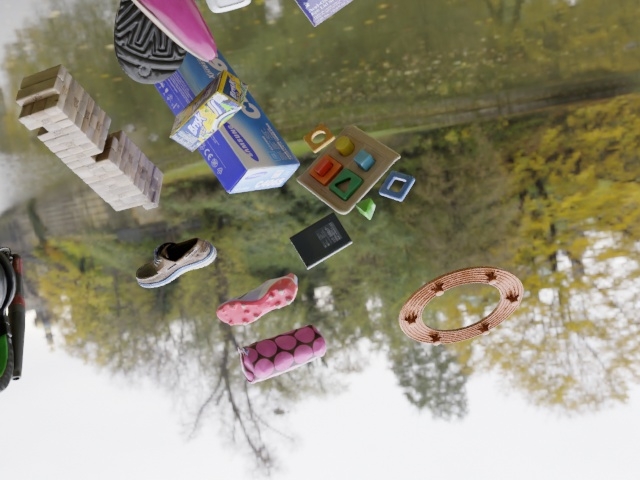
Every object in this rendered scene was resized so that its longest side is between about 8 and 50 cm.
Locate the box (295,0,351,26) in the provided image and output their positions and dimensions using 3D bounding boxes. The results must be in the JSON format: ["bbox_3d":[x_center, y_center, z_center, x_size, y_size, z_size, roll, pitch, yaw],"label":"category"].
[{"bbox_3d":[-0.008,-0.548,1.516,0.153,0.108,0.207,-33,160,11],"label":"box"}]

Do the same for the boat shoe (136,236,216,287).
[{"bbox_3d":[-0.307,0.036,1.566,0.183,0.066,0.066,-24,-134,12],"label":"boat shoe"}]

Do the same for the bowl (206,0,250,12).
[{"bbox_3d":[-0.283,-0.759,2.308,0.142,0.142,0.053,-15,-144,-3],"label":"bowl"}]

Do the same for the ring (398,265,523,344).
[{"bbox_3d":[0.373,0.183,2.017,0.337,0.032,0.336,-9,140,-7],"label":"ring"}]

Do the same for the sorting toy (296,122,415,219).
[{"bbox_3d":[0.056,-0.174,1.756,0.196,0.047,0.348,-45,-130,-6],"label":"sorting toy"}]

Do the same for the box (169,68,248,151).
[{"bbox_3d":[-0.201,-0.231,1.369,0.054,0.059,0.169,30,140,-28],"label":"box"}]

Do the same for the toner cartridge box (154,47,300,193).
[{"bbox_3d":[-0.201,-0.256,1.527,0.165,0.348,0.075,-15,155,-52],"label":"toner cartridge box"}]

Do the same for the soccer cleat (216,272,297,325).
[{"bbox_3d":[-0.168,0.159,2.066,0.248,0.083,0.095,-23,-155,26],"label":"soccer cleat"}]

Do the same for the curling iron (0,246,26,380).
[{"bbox_3d":[-0.528,0.122,1.300,0.068,0.274,0.035,-24,145,-2],"label":"curling iron"}]

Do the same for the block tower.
[{"bbox_3d":[-0.436,-0.181,1.472,0.097,0.091,0.335,-12,144,21],"label":"block tower"}]

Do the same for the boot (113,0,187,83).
[{"bbox_3d":[-0.298,-0.468,1.381,0.131,0.348,0.260,8,-165,-21],"label":"boot"}]

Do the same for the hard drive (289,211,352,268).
[{"bbox_3d":[0.000,0.000,1.965,0.135,0.094,0.022,-30,168,-5],"label":"hard drive"}]

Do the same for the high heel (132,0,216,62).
[{"bbox_3d":[-0.225,-0.428,1.034,0.181,0.377,0.127,-41,-150,2],"label":"high heel"}]

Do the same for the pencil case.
[{"bbox_3d":[-0.096,0.273,1.890,0.209,0.095,0.098,-15,-134,-26],"label":"pencil case"}]

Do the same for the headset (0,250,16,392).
[{"bbox_3d":[-0.564,0.053,1.090,0.185,0.394,0.243,-21,161,-2],"label":"headset"}]
